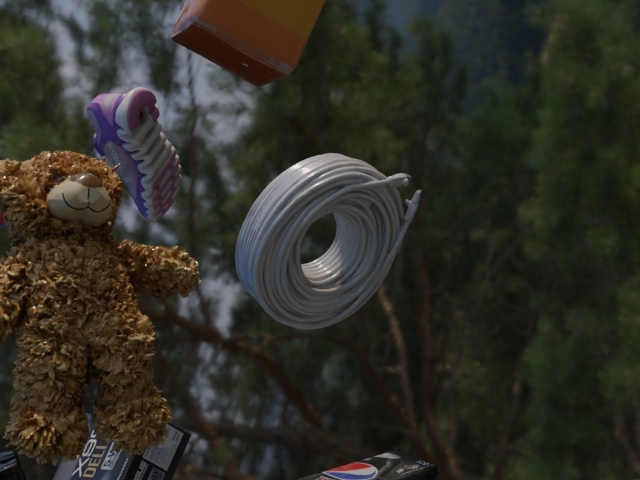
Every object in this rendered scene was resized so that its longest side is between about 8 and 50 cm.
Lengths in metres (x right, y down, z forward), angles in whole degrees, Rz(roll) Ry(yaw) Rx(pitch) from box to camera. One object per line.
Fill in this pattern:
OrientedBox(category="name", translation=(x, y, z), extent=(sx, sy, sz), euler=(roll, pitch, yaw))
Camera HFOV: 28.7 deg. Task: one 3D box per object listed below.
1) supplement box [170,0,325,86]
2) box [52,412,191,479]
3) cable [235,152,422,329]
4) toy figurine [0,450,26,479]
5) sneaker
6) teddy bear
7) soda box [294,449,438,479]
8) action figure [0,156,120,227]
OrientedBox(category="supplement box", translation=(-0.014, -0.225, 0.843), extent=(0.233, 0.078, 0.080), euler=(-65, 17, -8))
OrientedBox(category="box", translation=(-0.333, 0.403, 1.840), extent=(0.242, 0.076, 0.307), euler=(-11, 50, 54))
OrientedBox(category="cable", translation=(0.000, 0.000, 1.770), extent=(0.089, 0.257, 0.257), euler=(37, 112, 45))
OrientedBox(category="toy figurine", translation=(-0.354, 0.289, 1.097), extent=(0.213, 0.210, 0.148), euler=(-34, -66, -60))
OrientedBox(category="sneaker", translation=(-0.282, -0.132, 1.862), extent=(0.236, 0.105, 0.095), euler=(77, -148, -43))
OrientedBox(category="teddy bear", translation=(-0.246, 0.062, 1.283), extent=(0.113, 0.245, 0.337), euler=(132, 147, -69))
OrientedBox(category="soda box", translation=(0.033, 0.238, 1.131), extent=(0.169, 0.053, 0.060), euler=(-6, -76, -46))
OrientedBox(category="action figure", translation=(-0.349, -0.061, 1.440), extent=(0.139, 0.280, 0.091), euler=(-57, -7, -50))
